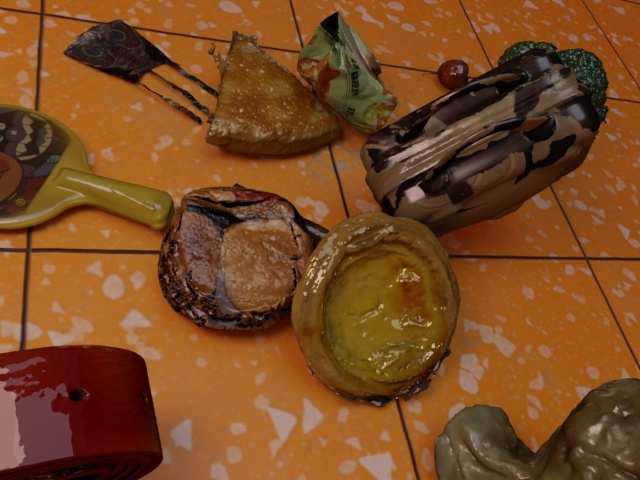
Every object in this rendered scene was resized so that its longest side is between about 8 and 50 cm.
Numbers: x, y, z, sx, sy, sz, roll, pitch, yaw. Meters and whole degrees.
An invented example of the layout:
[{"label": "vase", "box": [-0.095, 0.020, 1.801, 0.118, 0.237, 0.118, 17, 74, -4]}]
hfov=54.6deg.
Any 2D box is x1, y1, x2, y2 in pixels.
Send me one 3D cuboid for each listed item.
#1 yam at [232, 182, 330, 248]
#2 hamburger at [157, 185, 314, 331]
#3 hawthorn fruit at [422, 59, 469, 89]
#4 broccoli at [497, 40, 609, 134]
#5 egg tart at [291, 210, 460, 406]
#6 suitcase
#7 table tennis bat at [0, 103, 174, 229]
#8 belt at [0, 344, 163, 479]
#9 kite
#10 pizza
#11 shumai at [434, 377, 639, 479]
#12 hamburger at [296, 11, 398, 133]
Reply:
[{"label": "yam", "box": [0.000, 0.000, 1.001, 0.327, 0.045, 0.045, 28, 81, -1]}, {"label": "hamburger", "box": [-0.120, 0.027, 0.891, 0.231, 0.107, 0.230, 13, 54, -19]}, {"label": "hawthorn fruit", "box": [0.280, -0.371, 1.387, 0.103, 0.066, 0.066, 7, 49, 14]}, {"label": "broccoli", "box": [0.481, -0.301, 1.322, 0.270, 0.270, 0.270, 45, 22, 11]}, {"label": "egg tart", "box": [0.079, 0.095, 0.893, 0.279, 0.095, 0.278, -2, 96, -22]}, {"label": "suitcase", "box": [0.241, -0.130, 0.957, 0.352, 0.339, 0.193, -27, 76, 10]}, {"label": "table tennis bat", "box": [-0.392, -0.091, 0.892, 0.369, 0.054, 0.224, 18, 52, -6]}, {"label": "belt", "box": [-0.322, 0.206, 0.597, 0.324, 0.227, 0.115, -14, 61, -9]}, {"label": "kite", "box": [-0.300, -0.304, 1.107, 0.286, 0.015, 0.152, 33, 50, 1]}, {"label": "pizza", "box": [-0.105, -0.271, 1.134, 0.280, 0.075, 0.287, -2, 58, -30]}, {"label": "shumai", "box": [0.290, 0.346, 0.756, 0.289, 0.291, 0.329, -4, 52, 10]}, {"label": "hamburger", "box": [0.051, -0.310, 1.174, 0.214, 0.125, 0.235, 44, 16, -35]}]
